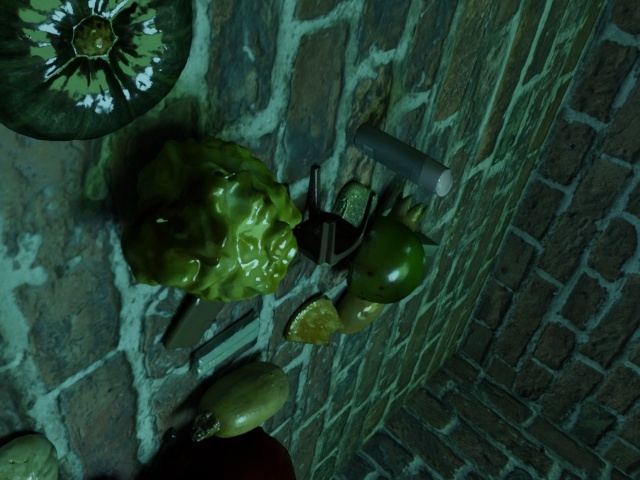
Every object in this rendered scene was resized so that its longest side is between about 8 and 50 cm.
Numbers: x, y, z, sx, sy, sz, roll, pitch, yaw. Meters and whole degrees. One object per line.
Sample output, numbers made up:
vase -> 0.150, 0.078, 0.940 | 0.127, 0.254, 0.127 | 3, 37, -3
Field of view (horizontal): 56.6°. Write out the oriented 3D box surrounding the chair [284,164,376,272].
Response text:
chair -> 0.000, 0.000, 1.497 | 0.175, 0.183, 0.327 | -35, 146, -33

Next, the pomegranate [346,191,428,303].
pomegranate -> 0.231, 0.041, 1.812 | 0.359, 0.216, 0.310 | -55, 171, -5

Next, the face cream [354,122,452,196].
face cream -> 0.208, -0.204, 1.502 | 0.073, 0.269, 0.107 | -52, 152, -4

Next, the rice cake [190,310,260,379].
rice cake -> -0.246, 0.272, 1.563 | 0.226, 0.040, 0.085 | -34, 147, -36

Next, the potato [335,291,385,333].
potato -> 0.138, 0.225, 2.044 | 0.150, 0.146, 0.234 | 35, 90, -33

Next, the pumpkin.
pumpkin -> -0.297, -0.267, 0.689 | 0.300, 0.207, 0.300 | -25, 140, -22

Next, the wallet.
wallet -> -0.294, 0.188, 1.391 | 0.153, 0.038, 0.118 | -56, 151, 9

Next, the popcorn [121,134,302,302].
popcorn -> -0.178, -0.025, 1.058 | 0.312, 0.312, 0.312 | -39, 149, -29

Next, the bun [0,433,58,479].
bun -> -0.579, 0.470, 1.157 | 0.183, 0.102, 0.183 | -54, 160, -30

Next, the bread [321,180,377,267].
bread -> 0.092, -0.049, 1.734 | 0.207, 0.056, 0.287 | -20, 139, -46

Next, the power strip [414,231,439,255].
power strip -> 0.315, 0.012, 2.122 | 0.385, 0.091, 0.062 | 2, 122, -59

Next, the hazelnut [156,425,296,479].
hazelnut -> -0.257, 0.737, 1.676 | 0.429, 0.402, 0.402 | -42, 153, 2

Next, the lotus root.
lotus root -> -0.225, 0.445, 1.649 | 0.342, 0.169, 0.152 | -19, 139, -50

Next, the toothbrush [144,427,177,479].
toothbrush -> -0.464, 0.641, 1.645 | 0.030, 0.030, 0.297 | 18, 109, -35

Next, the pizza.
pizza -> -0.003, 0.264, 1.907 | 0.262, 0.034, 0.181 | 29, 95, -49
